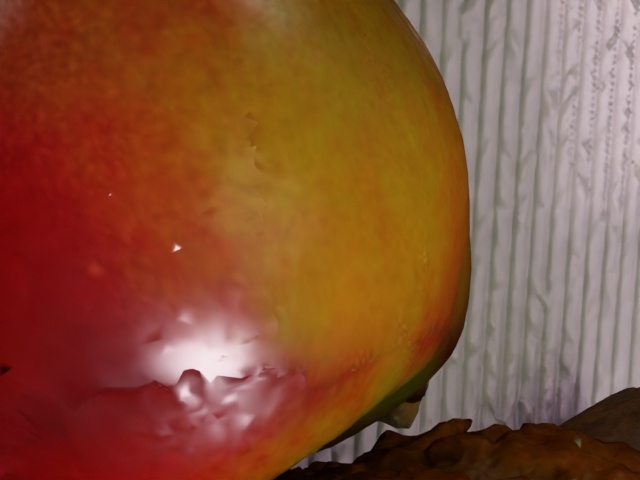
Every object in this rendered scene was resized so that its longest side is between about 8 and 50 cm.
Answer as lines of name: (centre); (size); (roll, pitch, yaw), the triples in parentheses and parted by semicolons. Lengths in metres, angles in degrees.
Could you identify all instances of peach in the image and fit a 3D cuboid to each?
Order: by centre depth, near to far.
peach: (-0.057, -0.022, 0.506); (0.197, 0.197, 0.197); (-11, 108, -39)

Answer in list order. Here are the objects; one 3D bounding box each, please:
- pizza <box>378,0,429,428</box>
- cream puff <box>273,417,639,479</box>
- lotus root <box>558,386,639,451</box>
pizza: (0.001, 0.000, 0.643); (0.134, 0.046, 0.175); (-33, 120, -31)
cream puff: (0.017, 0.168, 0.564); (0.303, 0.303, 0.212); (-29, 76, -33)
lotus root: (0.122, 0.117, 0.733); (0.081, 0.122, 0.112); (-7, 99, -30)
